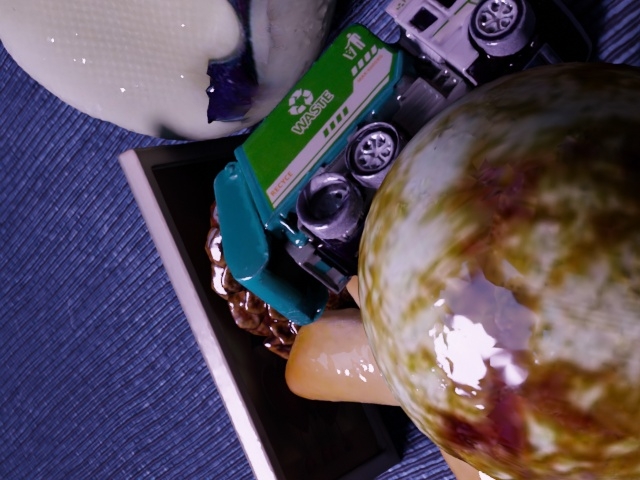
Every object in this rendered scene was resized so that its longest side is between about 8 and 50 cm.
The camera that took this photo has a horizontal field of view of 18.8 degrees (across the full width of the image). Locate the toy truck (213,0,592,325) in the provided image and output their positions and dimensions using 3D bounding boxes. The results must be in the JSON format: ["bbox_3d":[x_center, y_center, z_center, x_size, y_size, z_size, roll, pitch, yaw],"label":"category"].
[{"bbox_3d":[0.045,-0.061,1.188,0.124,0.253,0.114,42,-178,39],"label":"toy truck"}]

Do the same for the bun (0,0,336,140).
[{"bbox_3d":[-0.107,-0.223,1.374,0.293,0.187,0.293,17,133,19],"label":"bun"}]

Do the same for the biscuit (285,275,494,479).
[{"bbox_3d":[0.076,0.077,1.241,0.208,0.047,0.164,33,115,28],"label":"biscuit"}]

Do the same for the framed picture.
[{"bbox_3d":[-0.040,0.059,1.442,0.020,0.211,0.289,-26,86,23],"label":"framed picture"}]

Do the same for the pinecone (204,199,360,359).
[{"bbox_3d":[-0.002,-0.008,1.377,0.165,0.163,0.163,-102,4,-68],"label":"pinecone"}]

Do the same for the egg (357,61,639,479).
[{"bbox_3d":[0.164,0.026,1.046,0.289,0.238,0.238,12,127,9],"label":"egg"}]
